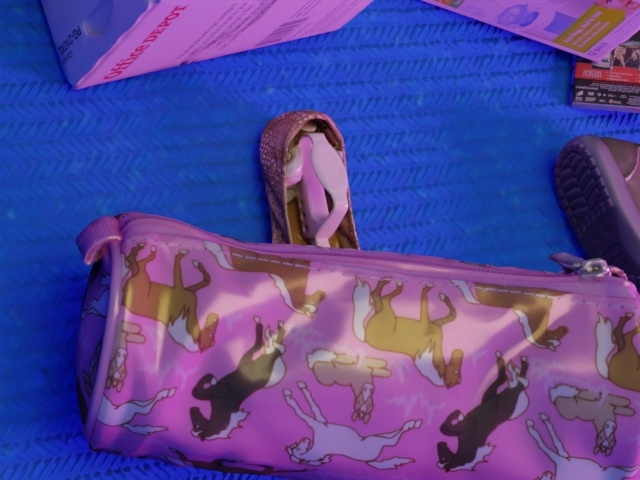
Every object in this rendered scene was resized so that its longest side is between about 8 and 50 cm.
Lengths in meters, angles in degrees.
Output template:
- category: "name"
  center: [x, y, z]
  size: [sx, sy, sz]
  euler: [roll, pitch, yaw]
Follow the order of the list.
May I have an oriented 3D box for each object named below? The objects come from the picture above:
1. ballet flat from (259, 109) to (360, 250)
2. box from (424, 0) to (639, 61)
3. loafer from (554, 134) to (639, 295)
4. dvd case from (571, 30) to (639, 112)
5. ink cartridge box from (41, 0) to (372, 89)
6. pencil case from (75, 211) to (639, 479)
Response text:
- category: "ballet flat"
  center: [0.000, 0.000, 1.316]
  size: [0.073, 0.067, 0.206]
  euler: [-8, 78, -30]
- category: "box"
  center: [0.165, -0.237, 1.449]
  size: [0.203, 0.114, 0.103]
  euler: [17, 66, -16]
- category: "loafer"
  center: [0.272, 0.026, 1.437]
  size: [0.087, 0.094, 0.251]
  euler: [-15, 81, -27]
- category: "dvd case"
  center: [0.257, -0.162, 1.516]
  size: [0.087, 0.013, 0.119]
  euler: [5, 69, 7]
- category: "ink cartridge box"
  center: [-0.062, -0.201, 1.289]
  size: [0.237, 0.172, 0.100]
  euler: [-17, 82, -31]
- category: "pencil case"
  center: [0.026, 0.079, 1.199]
  size: [0.386, 0.160, 0.167]
  euler: [6, 71, -8]
